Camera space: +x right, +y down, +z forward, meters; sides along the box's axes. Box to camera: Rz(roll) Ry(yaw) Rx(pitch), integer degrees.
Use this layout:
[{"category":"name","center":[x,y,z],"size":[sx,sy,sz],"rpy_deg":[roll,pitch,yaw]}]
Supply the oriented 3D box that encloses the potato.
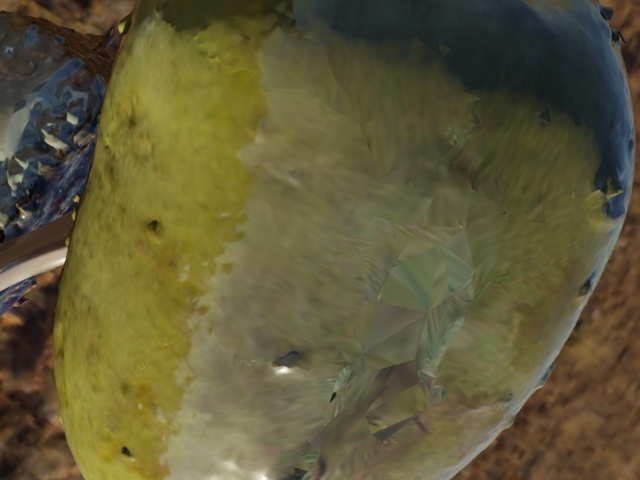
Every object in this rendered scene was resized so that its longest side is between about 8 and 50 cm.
[{"category":"potato","center":[0.000,0.000,0.547],"size":[0.210,0.173,0.307],"rpy_deg":[15,115,-24]}]

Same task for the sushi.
[{"category":"sushi","center":[-0.311,-0.079,1.344],"size":[0.343,0.196,0.182],"rpy_deg":[-52,171,2]}]

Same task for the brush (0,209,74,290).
[{"category":"brush","center":[-0.193,0.007,0.730],"size":[0.312,0.072,0.067],"rpy_deg":[-22,126,2]}]
